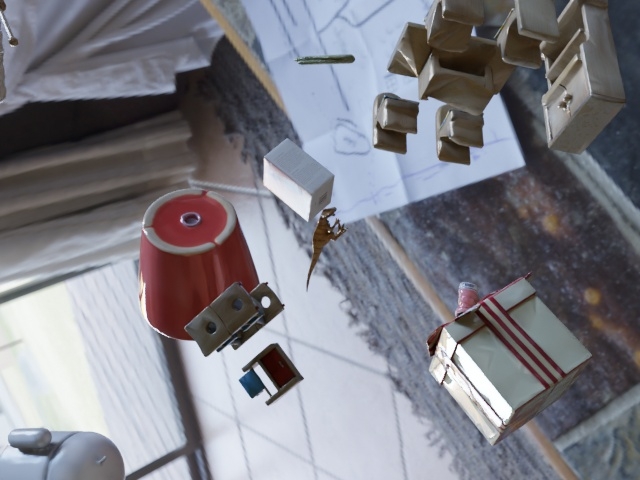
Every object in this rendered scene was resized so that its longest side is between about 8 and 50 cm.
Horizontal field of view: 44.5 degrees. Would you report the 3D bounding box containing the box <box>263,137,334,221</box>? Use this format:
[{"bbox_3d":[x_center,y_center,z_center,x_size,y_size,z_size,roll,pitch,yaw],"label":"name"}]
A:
[{"bbox_3d":[-0.058,-0.157,2.044,0.170,0.091,0.130,39,154,18],"label":"box"}]

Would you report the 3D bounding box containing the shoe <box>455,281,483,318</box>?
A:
[{"bbox_3d":[0.371,0.173,1.963,0.063,0.081,0.178,7,159,20],"label":"shoe"}]

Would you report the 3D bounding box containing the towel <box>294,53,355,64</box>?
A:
[{"bbox_3d":[0.012,-0.494,2.139,0.148,0.110,0.027,3,104,19],"label":"towel"}]

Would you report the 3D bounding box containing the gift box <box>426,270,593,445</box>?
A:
[{"bbox_3d":[0.400,0.236,1.677,0.258,0.255,0.276,50,153,27],"label":"gift box"}]

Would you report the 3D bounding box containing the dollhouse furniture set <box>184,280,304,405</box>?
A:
[{"bbox_3d":[-0.110,0.179,1.354,0.129,0.129,0.184,-41,76,13],"label":"dollhouse furniture set"}]

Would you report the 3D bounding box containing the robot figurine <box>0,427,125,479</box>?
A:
[{"bbox_3d":[-0.588,0.531,1.767,0.353,0.200,0.300,-6,127,29],"label":"robot figurine"}]

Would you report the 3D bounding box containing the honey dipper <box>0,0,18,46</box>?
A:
[{"bbox_3d":[-0.608,-0.423,1.506,0.161,0.030,0.030,57,146,30],"label":"honey dipper"}]

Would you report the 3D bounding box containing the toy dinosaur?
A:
[{"bbox_3d":[0.000,0.000,1.782,0.064,0.112,0.212,30,126,27],"label":"toy dinosaur"}]

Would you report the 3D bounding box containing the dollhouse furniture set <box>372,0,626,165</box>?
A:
[{"bbox_3d":[0.327,-0.340,1.442,0.362,0.394,0.257,116,161,-57],"label":"dollhouse furniture set"}]

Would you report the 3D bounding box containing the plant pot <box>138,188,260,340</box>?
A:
[{"bbox_3d":[-0.269,0.039,1.685,0.275,0.275,0.243,43,148,32],"label":"plant pot"}]

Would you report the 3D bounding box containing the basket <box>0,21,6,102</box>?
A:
[{"bbox_3d":[-0.703,-0.412,1.275,0.331,0.266,0.328,40,134,36],"label":"basket"}]
